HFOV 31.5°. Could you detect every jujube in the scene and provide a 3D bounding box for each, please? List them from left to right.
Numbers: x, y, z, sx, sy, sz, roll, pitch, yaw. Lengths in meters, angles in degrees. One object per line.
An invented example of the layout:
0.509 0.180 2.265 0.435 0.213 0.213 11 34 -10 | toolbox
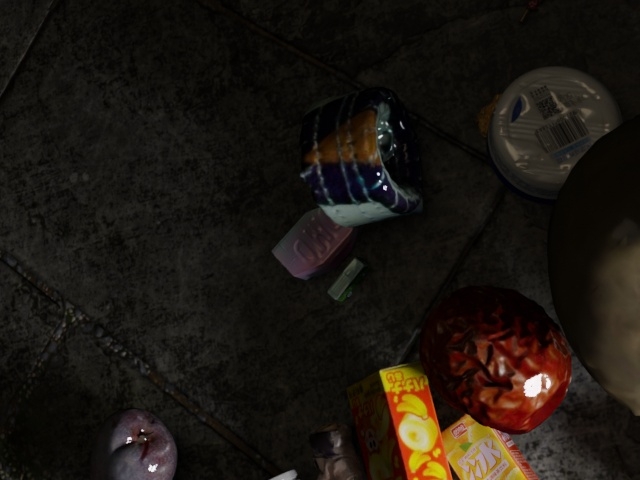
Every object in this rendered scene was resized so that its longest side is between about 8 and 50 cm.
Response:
0.274 0.176 1.751 0.232 0.213 0.213 41 99 30 | jujube

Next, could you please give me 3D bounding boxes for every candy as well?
0.133 0.346 1.814 0.146 0.088 0.276 -38 62 60 | candy

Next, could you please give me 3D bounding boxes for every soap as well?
0.000 0.000 1.990 0.149 0.056 0.100 -47 68 11 | soap

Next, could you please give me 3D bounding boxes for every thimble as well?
0.076 -0.133 1.895 0.150 0.237 0.237 -11 77 27 | thimble

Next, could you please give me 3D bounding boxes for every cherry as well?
-0.334 0.393 2.031 0.176 0.140 0.176 6 99 44 | cherry

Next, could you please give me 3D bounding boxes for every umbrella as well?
0.379 -0.439 1.908 0.025 0.027 0.165 35 100 51 | umbrella

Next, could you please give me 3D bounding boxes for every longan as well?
0.518 0.026 1.566 0.403 0.404 0.436 -10 72 23 | longan

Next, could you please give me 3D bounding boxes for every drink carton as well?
0.282 0.377 1.787 0.096 0.071 0.223 -39 68 15 | drink carton

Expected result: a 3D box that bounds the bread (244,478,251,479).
-0.131 0.481 1.967 0.154 0.054 0.136 2 83 19 | bread

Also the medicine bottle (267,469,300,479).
-0.039 0.485 1.886 0.107 0.107 0.192 -30 76 17 | medicine bottle

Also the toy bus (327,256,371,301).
0.049 0.067 1.965 0.031 0.037 0.083 42 98 24 | toy bus

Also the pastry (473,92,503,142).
0.308 -0.171 1.878 0.080 0.056 0.140 -38 70 27 | pastry

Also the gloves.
0.033 0.374 1.889 0.110 0.094 0.144 6 105 34 | gloves

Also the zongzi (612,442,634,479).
0.613 0.443 1.572 0.447 0.181 0.418 -21 74 22 | zongzi

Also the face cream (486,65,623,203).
0.367 -0.168 1.786 0.205 0.111 0.206 -1 76 4 | face cream
